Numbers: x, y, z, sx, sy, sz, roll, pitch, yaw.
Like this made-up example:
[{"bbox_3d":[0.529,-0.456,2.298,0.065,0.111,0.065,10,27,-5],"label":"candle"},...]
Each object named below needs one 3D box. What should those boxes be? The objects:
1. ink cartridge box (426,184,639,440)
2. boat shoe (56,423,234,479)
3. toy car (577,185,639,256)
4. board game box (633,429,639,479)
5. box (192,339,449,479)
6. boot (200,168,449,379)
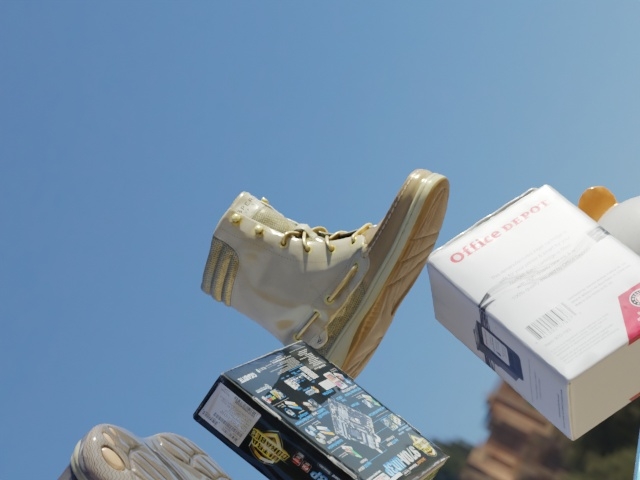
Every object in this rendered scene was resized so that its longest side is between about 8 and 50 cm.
[{"bbox_3d":[0.159,0.045,1.285,0.109,0.150,0.063,-31,-42,-19],"label":"ink cartridge box"},{"bbox_3d":[-0.159,0.261,1.792,0.130,0.132,0.355,-47,-28,5],"label":"boat shoe"},{"bbox_3d":[0.276,0.008,1.394,0.219,0.238,0.210,134,150,-73],"label":"toy car"},{"bbox_3d":[0.316,0.245,1.809,0.210,0.047,0.160,-70,-16,-52],"label":"board game box"},{"bbox_3d":[0.006,0.168,1.650,0.051,0.175,0.220,-55,-11,14],"label":"box"},{"bbox_3d":[0.000,0.000,1.951,0.095,0.203,0.262,-25,-33,-57],"label":"boot"}]
